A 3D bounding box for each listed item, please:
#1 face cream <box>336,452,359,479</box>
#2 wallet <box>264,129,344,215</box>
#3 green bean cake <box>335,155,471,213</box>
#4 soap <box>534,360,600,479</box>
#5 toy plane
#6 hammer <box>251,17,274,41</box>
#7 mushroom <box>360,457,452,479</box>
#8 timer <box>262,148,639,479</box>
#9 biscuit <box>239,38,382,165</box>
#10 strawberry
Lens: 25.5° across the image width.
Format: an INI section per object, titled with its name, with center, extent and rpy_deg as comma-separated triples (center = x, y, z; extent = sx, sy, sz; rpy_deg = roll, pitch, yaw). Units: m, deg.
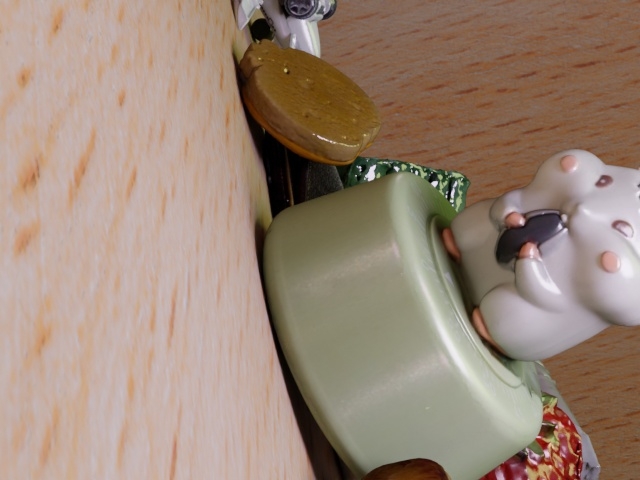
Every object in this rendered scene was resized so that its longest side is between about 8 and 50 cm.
[face cream]
center = 0.082, 0.293, 1.340
extent = 0.082, 0.082, 0.269
rpy_deg = -24, 98, -86
[wallet]
center = 0.000, 0.000, 1.500
extent = 0.262, 0.071, 0.221
rpy_deg = -91, 166, -52
[green bean cake]
center = 0.056, -0.043, 1.770
extent = 0.208, 0.193, 0.107
rpy_deg = 2, -94, 52
[soap]
center = 0.245, 0.349, 2.073
extent = 0.435, 0.213, 0.350
rpy_deg = -104, -171, -66
[toy plane]
center = -0.051, -0.313, 1.696
extent = 0.255, 0.101, 0.251
rpy_deg = 71, 18, -1
[hammer]
center = -0.039, -0.138, 1.794
extent = 0.058, 0.029, 0.292
rpy_deg = -55, 131, -83
[mushroom]
center = 0.105, 0.276, 1.038
extent = 0.253, 0.153, 0.253
rpy_deg = 55, -11, 17
[timer]
center = 0.153, 0.039, 1.188
extent = 0.291, 0.315, 0.291
rpy_deg = 50, 23, -30
[biscuit]
center = -0.020, -0.137, 1.448
extent = 0.170, 0.050, 0.170
rpy_deg = 26, 30, -16
[strawberry]
center = 0.166, 0.273, 1.659
extent = 0.257, 0.257, 0.277
rpy_deg = -102, -153, -47
